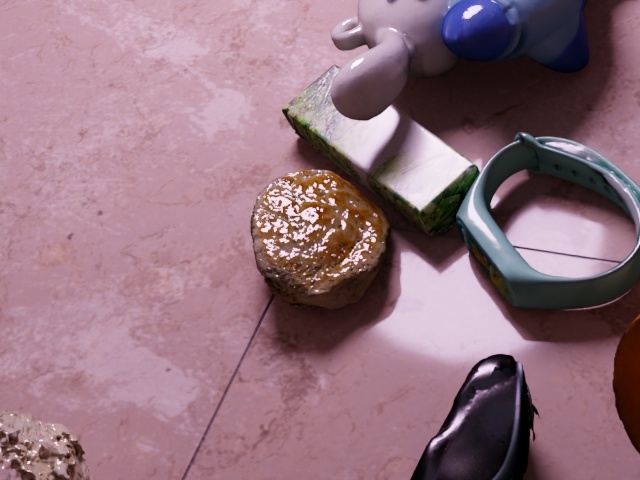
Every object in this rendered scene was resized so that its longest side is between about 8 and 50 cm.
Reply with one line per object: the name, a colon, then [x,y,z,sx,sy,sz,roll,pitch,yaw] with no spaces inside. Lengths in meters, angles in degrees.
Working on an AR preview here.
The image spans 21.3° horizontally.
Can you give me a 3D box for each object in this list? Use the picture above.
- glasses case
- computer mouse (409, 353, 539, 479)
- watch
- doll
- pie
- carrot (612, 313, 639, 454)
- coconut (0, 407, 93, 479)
glasses case: [0.074,-0.108,2.042,0.095,0.062,0.272,-41,50,-10]
computer mouse: [0.156,0.223,1.687,0.096,0.137,0.233,26,68,14]
watch: [0.258,-0.024,1.902,0.195,0.068,0.237,-29,49,-7]
doll: [0.187,-0.298,2.075,0.366,0.187,0.376,-11,52,12]
pie: [0.000,0.000,1.969,0.163,0.079,0.193,-4,50,7]
carrot: [0.442,0.070,1.667,0.331,0.214,0.193,-38,50,-17]
coconut: [-0.355,0.336,1.673,0.298,0.297,0.309,-5,50,16]
